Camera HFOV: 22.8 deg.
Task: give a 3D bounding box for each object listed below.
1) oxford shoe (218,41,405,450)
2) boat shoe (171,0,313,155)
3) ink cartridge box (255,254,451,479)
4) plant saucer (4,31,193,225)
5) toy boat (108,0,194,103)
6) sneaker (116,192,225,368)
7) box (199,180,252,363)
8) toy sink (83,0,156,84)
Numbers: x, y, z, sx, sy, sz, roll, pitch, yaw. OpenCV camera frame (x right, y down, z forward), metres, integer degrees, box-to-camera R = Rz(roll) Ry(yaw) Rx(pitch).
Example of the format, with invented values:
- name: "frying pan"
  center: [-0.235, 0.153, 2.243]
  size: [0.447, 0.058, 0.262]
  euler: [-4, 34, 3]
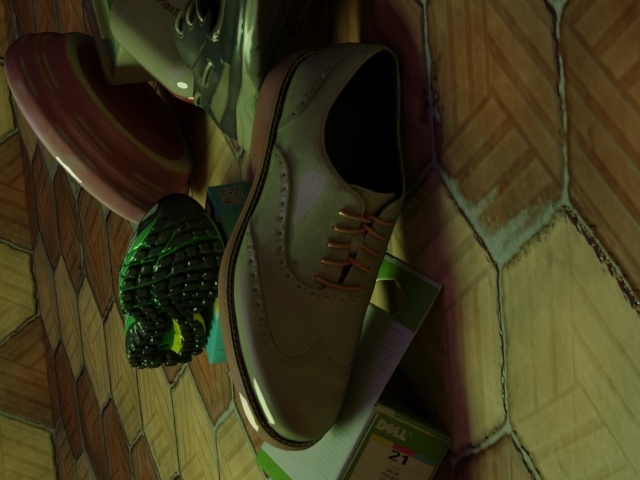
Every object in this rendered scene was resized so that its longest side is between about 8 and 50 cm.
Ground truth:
- name: "oxford shoe"
  center: [0.000, 0.000, 1.498]
  size: [0.146, 0.140, 0.397]
  euler: [-8, 77, 56]
- name: "boat shoe"
  center: [-0.090, -0.210, 1.630]
  size: [0.132, 0.130, 0.355]
  euler: [-59, -11, -28]
- name: "ink cartridge box"
  center: [0.058, 0.154, 1.579]
  size: [0.255, 0.097, 0.189]
  euler: [-62, 24, 1]
- name: "plant saucer"
  center: [-0.289, -0.167, 2.190]
  size: [0.084, 0.332, 0.332]
  euler: [-40, 47, 15]
- name: "toy boat"
  center: [-0.143, -0.246, 1.908]
  size: [0.231, 0.151, 0.151]
  euler: [43, -178, 35]
- name: "sneaker"
  center: [-0.209, 0.035, 2.012]
  size: [0.343, 0.134, 0.146]
  euler: [113, 143, -58]
- name: "box"
  center: [-0.117, 0.045, 2.055]
  size: [0.244, 0.060, 0.100]
  euler: [102, 152, -46]
- name: "toy sink"
  center: [-0.237, -0.304, 2.135]
  size: [0.234, 0.131, 0.152]
  euler: [121, 137, -62]
